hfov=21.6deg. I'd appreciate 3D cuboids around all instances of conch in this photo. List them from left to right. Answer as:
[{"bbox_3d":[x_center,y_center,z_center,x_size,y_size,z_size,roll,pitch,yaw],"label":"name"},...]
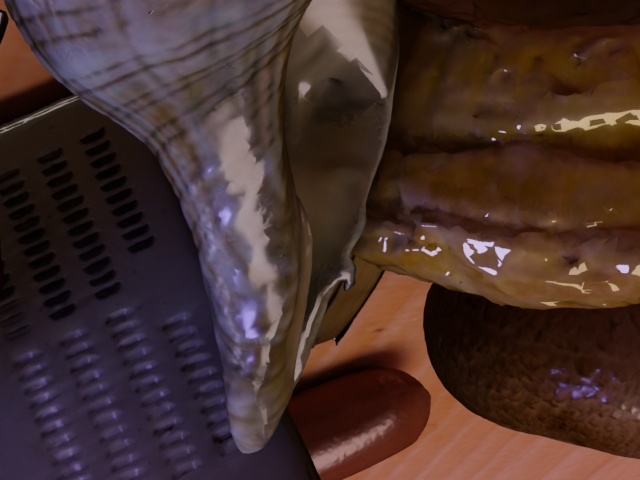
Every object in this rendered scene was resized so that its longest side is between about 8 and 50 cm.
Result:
[{"bbox_3d":[-0.047,-0.110,0.651,0.203,0.169,0.386,-32,141,-42],"label":"conch"}]

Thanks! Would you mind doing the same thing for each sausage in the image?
[{"bbox_3d":[-0.010,0.147,1.223,0.194,0.077,0.077,-20,151,-7],"label":"sausage"}]

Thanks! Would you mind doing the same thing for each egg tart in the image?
[{"bbox_3d":[0.117,-0.071,0.790,0.290,0.290,0.115,-12,118,-21],"label":"egg tart"}]

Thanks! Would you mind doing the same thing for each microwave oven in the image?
[{"bbox_3d":[-0.120,0.171,0.912,0.247,0.333,0.394,-26,150,-6],"label":"microwave oven"}]

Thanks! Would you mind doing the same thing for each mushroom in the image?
[{"bbox_3d":[0.190,0.055,1.055,0.253,0.253,0.153,-2,107,-34],"label":"mushroom"}]

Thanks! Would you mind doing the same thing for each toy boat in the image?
[{"bbox_3d":[0.000,0.000,1.004,0.072,0.064,0.206,7,140,-15],"label":"toy boat"}]

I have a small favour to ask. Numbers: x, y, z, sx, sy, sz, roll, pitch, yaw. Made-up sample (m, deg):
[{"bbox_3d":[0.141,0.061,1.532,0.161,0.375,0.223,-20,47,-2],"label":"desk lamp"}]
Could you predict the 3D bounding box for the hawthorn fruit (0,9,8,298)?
[{"bbox_3d":[-0.236,-0.003,0.642,0.300,0.254,0.254,-40,148,17],"label":"hawthorn fruit"}]
